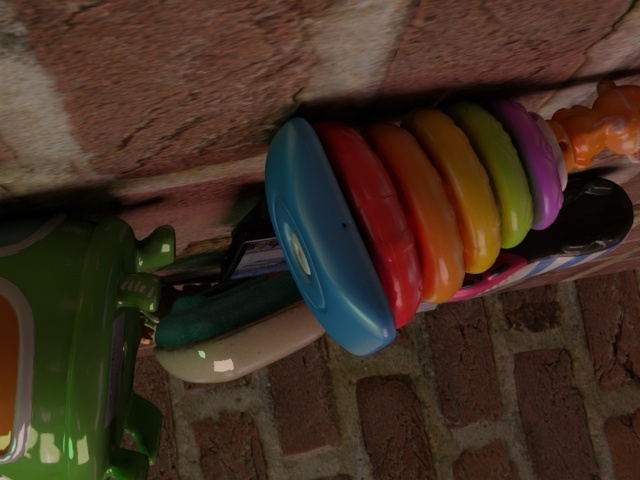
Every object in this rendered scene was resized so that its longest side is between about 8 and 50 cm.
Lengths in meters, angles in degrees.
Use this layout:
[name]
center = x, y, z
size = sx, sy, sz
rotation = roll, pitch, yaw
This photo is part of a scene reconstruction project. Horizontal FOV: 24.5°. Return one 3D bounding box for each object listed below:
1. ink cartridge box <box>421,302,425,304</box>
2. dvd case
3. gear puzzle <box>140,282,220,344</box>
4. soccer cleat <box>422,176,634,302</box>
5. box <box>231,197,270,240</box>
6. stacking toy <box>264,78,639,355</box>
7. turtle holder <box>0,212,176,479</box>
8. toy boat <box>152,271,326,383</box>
[ink cartridge box]
center = 0.129, 0.044, 1.986
size = 0.046, 0.097, 0.207
rotation = -10, 174, 1
[dvd case]
center = 0.000, 0.000, 1.426
size = 0.180, 0.022, 0.253
rotation = -8, 172, -9
[gear puzzle]
center = -0.174, 0.121, 1.971
size = 0.175, 0.044, 0.339
rotation = 35, -160, 30
[soccer cleat]
center = 0.192, 0.006, 1.675
size = 0.331, 0.116, 0.143
rotation = -10, 173, -4
[box]
center = -0.012, -0.016, 1.504
size = 0.136, 0.037, 0.225
rotation = -9, 171, -14
[stacking toy]
center = 0.118, -0.048, 1.093
size = 0.301, 0.175, 0.166
rotation = -23, 176, -11
[turtle holder]
center = -0.247, 0.075, 1.276
size = 0.227, 0.243, 0.320
rotation = 5, -147, -2
[toy boat]
center = -0.046, 0.068, 1.778
size = 0.267, 0.148, 0.318
rotation = -25, -172, -39
